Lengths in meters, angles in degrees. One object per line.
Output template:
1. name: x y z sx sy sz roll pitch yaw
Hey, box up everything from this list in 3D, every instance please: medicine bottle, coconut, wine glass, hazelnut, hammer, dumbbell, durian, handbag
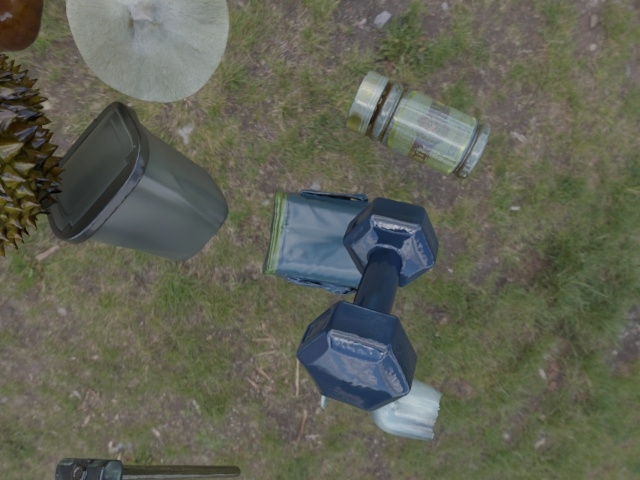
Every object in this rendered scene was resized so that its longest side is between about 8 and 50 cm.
1. medicine bottle: 0.234 -0.276 1.234 0.322 0.151 0.151 25 98 2
2. coconut: -0.259 -0.343 0.794 0.237 0.266 0.238 -2 114 -5
3. wine glass: 0.127 0.333 1.066 0.241 0.126 0.127 15 103 15
4. hazelnut: -0.629 -0.463 0.952 0.210 0.186 0.210 10 76 -42
5. hammer: -0.266 0.405 0.882 0.111 0.044 0.365 -12 153 28
6. dumbbell: 0.083 0.080 0.756 0.144 0.325 0.160 -10 124 27
7. durian: -0.503 -0.126 0.640 0.347 0.384 0.348 -1 101 -6
8. handbag: 0.000 0.000 1.136 0.240 0.263 0.223 9 87 -8

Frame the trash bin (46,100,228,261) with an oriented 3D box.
1. trash bin: -0.317 -0.086 0.913 0.220 0.219 0.250 -43 147 11
